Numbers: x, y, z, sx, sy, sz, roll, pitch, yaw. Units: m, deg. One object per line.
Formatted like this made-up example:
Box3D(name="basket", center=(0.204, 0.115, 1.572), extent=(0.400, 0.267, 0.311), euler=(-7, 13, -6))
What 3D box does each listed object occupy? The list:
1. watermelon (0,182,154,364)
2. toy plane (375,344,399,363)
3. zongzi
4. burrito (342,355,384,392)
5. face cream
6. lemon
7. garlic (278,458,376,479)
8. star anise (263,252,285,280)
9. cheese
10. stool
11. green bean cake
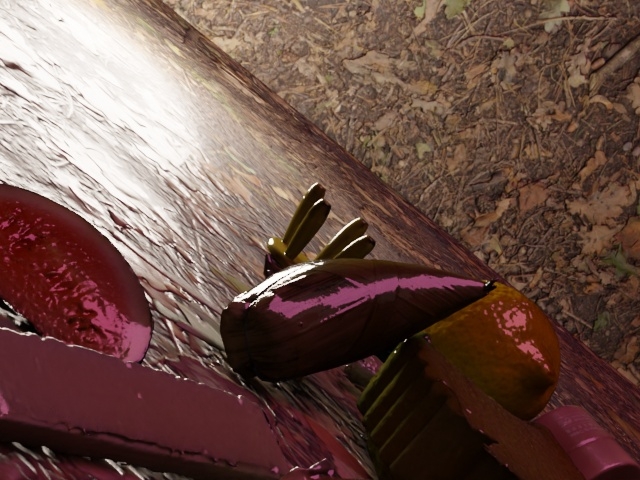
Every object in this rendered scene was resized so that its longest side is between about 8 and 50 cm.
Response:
Box3D(name="watermelon", center=(-0.215, 0.026, 0.981), extent=(0.245, 0.063, 0.119), euler=(45, 24, 16))
Box3D(name="toy plane", center=(0.110, 0.150, 1.688), extent=(0.235, 0.060, 0.096), euler=(25, 6, -47))
Box3D(name="zongzi", center=(0.043, 0.075, 1.262), extent=(0.228, 0.256, 0.114), euler=(-21, 105, -76))
Box3D(name="burrito", center=(0.084, 0.181, 1.464), extent=(0.149, 0.041, 0.055), euler=(43, 11, -13))
Box3D(name="face cream", center=(0.294, 0.285, 1.510), extent=(0.149, 0.149, 0.104), euler=(30, 14, -49))
Box3D(name="lemon", center=(0.189, 0.137, 1.517), extent=(0.187, 0.186, 0.244), euler=(36, -15, -30))
Box3D(name="garlic", center=(0.067, 0.271, 0.890), extent=(0.266, 0.148, 0.128), euler=(44, -27, 38))
Box3D(name="star anise", center=(-0.024, 0.075, 1.517), extent=(0.141, 0.042, 0.141), euler=(38, 7, -6))
Box3D(name="cheese", center=(-0.141, 0.114, 0.865), extent=(0.400, 0.034, 0.085), euler=(30, 34, -54))
Box3D(name="stool", center=(0.000, 0.000, 1.742), extent=(0.135, 0.110, 0.134), euler=(48, 11, 29))
Box3D(name="green bean cake", center=(0.158, 0.230, 1.304), extent=(0.236, 0.124, 0.233), euler=(38, 11, -19))
